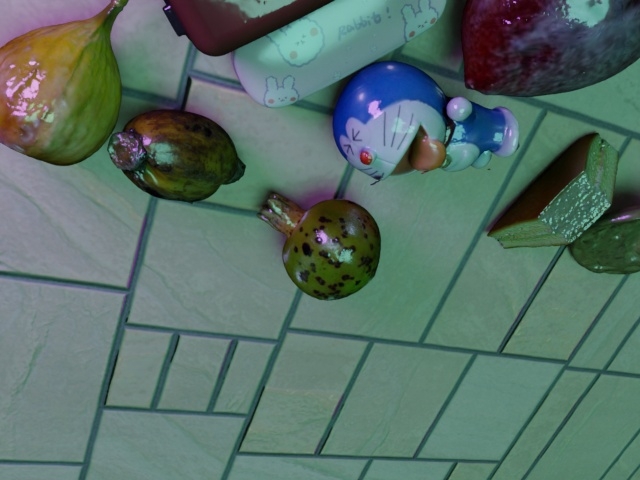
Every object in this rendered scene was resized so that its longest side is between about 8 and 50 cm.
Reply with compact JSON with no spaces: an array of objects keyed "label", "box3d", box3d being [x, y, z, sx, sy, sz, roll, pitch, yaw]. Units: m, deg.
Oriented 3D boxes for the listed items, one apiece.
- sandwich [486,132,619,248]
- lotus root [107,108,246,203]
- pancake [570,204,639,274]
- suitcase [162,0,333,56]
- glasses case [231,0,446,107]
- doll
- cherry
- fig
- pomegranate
[{"label":"sandwich","box3d":[0.411,-0.069,1.062,0.094,0.096,0.258,37,103,-27]},{"label":"lotus root","box3d":[-0.181,-0.113,0.823,0.209,0.120,0.120,5,124,-52]},{"label":"pancake","box3d":[0.587,-0.002,1.149,0.241,0.050,0.242,4,149,2]},{"label":"suitcase","box3d":[-0.100,-0.371,0.658,0.236,0.161,0.297,-26,125,2]},{"label":"glasses case","box3d":[0.025,-0.278,0.811,0.296,0.075,0.113,-29,124,1]},{"label":"doll","box3d":[0.142,-0.150,0.876,0.256,0.161,0.215,7,160,-15]},{"label":"cherry","box3d":[0.308,-0.303,0.809,0.300,0.203,0.230,-36,133,17]},{"label":"fig","box3d":[-0.284,-0.205,0.721,0.159,0.159,0.257,36,99,-33]},{"label":"pomegranate","box3d":[0.000,0.000,0.945,0.205,0.159,0.159,34,108,-6]}]
